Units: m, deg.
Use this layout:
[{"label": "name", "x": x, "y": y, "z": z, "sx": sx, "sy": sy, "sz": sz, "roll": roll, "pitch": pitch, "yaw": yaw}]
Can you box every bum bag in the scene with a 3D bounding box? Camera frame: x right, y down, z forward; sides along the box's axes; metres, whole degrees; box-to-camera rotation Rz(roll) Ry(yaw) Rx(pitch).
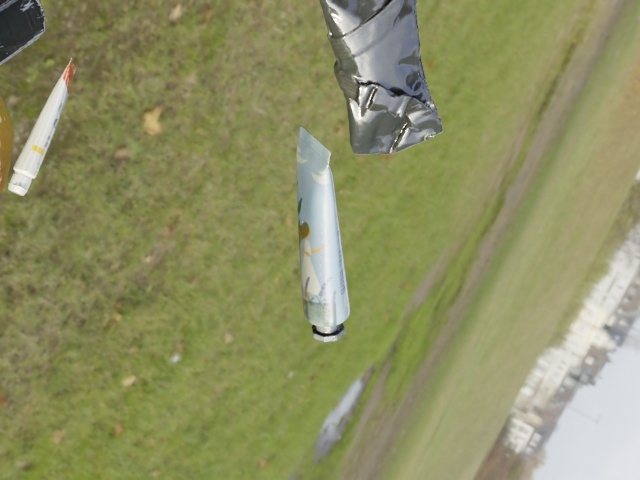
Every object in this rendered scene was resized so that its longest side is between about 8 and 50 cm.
[{"label": "bum bag", "x": 0.072, "y": -0.207, "z": 1.102, "sx": 0.123, "sy": 0.060, "sz": 0.248, "roll": -26, "pitch": 120, "yaw": -14}]

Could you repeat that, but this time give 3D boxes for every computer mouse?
[{"label": "computer mouse", "x": -0.651, "y": -0.396, "z": 1.823, "sx": 0.269, "sy": 0.100, "sz": 0.170, "roll": -40, "pitch": 168, "yaw": -18}]

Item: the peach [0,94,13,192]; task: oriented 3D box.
[{"label": "peach", "x": -0.634, "y": -0.178, "z": 1.451, "sx": 0.290, "sy": 0.373, "sz": 0.372, "roll": -39, "pitch": 169, "yaw": 6}]

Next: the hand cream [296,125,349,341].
[{"label": "hand cream", "x": 0.000, "y": 0.000, "z": 1.170, "sx": 0.058, "sy": 0.091, "sz": 0.271, "roll": -14, "pitch": 121, "yaw": -16}]

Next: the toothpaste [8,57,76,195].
[{"label": "toothpaste", "x": -0.362, "y": -0.149, "z": 1.273, "sx": 0.048, "sy": 0.031, "sz": 0.190, "roll": 122, "pitch": -10, "yaw": -79}]
